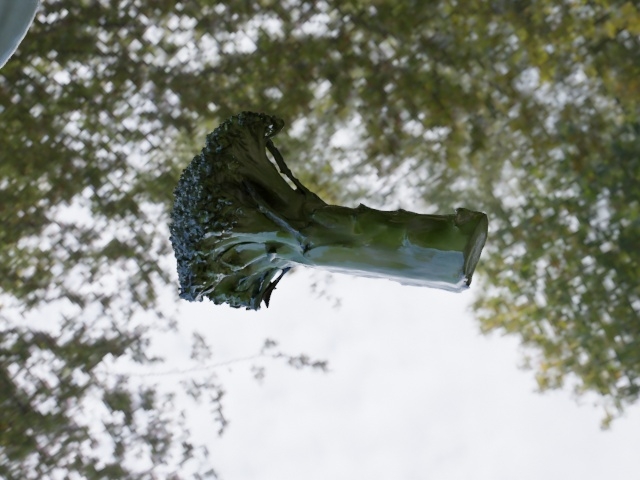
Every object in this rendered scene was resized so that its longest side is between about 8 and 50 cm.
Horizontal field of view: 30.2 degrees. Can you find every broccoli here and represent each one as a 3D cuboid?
[{"bbox_3d":[-0.005,-0.019,1.327,0.252,0.361,0.221,59,-143,-35],"label":"broccoli"}]

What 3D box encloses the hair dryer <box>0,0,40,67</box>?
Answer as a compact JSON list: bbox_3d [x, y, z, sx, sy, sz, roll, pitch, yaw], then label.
[{"bbox_3d":[-0.260,-0.172,0.336,0.362,0.128,0.203,17,-146,-34],"label":"hair dryer"}]
